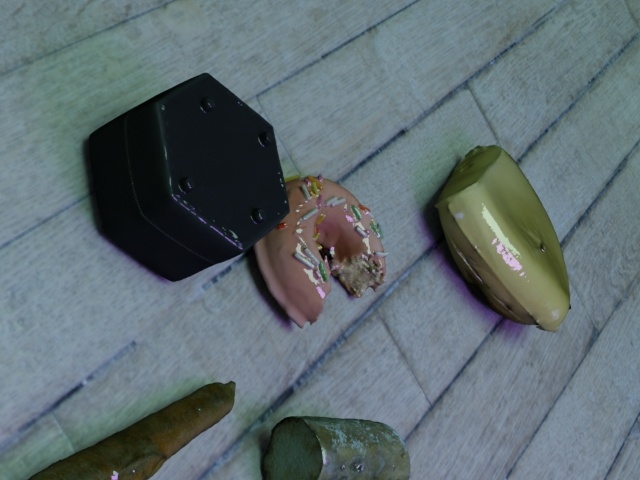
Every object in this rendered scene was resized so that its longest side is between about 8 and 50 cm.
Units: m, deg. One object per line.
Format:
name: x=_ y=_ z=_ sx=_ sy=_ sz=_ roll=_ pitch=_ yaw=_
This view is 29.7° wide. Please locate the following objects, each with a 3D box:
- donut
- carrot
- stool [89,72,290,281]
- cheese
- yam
donut: x=0.000 y=0.000 z=1.638 sx=0.233 sy=0.085 sz=0.199 roll=-26 pitch=91 yaw=-54
carrot: x=-0.188 y=0.224 z=1.319 sx=0.342 sy=0.070 sz=0.070 roll=-24 pitch=91 yaw=-54
stool: x=-0.155 y=-0.076 z=1.443 sx=0.232 sy=0.141 sz=0.232 roll=25 pitch=54 yaw=-40
cheese: x=0.313 y=0.012 z=1.970 sx=0.316 sy=0.128 sz=0.259 roll=60 pitch=36 yaw=-12
yam: x=0.027 y=0.275 z=1.513 sx=0.194 sy=0.107 sz=0.107 roll=11 pitch=64 yaw=-48
